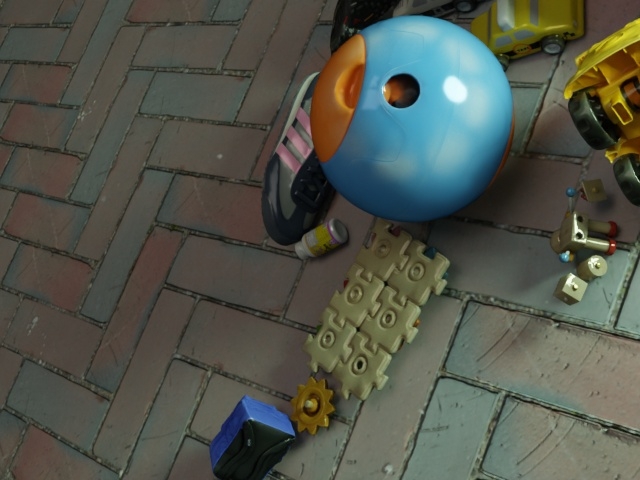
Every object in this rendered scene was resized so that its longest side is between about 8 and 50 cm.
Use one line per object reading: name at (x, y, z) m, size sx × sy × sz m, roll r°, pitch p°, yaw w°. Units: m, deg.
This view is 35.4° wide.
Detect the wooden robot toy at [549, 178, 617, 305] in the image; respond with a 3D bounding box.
wooden robot toy at (0.333, 0.007, 1.304) m, size 0.079 × 0.076 × 0.173 m, roll 132°, pitch 152°, yaw -67°

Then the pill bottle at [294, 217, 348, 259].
pill bottle at (0.000, 0.000, 1.609) m, size 0.083 × 0.043 × 0.043 m, roll -29°, pitch 50°, yaw 28°

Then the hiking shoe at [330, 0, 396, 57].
hiking shoe at (0.067, -0.416, 1.719) m, size 0.227 × 0.086 × 0.114 m, roll -60°, pitch 31°, yaw 31°

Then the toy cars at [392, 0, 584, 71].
toy cars at (0.239, -0.374, 1.571) m, size 0.176 × 0.087 × 0.393 m, roll -54°, pitch 43°, yaw 4°

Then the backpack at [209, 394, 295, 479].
backpack at (-0.107, 0.303, 1.502) m, size 0.120 × 0.098 × 0.101 m, roll -58°, pitch 21°, yaw 13°

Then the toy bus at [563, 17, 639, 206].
toy bus at (0.413, -0.169, 1.252) m, size 0.149 × 0.220 × 0.211 m, roll -32°, pitch 16°, yaw 26°

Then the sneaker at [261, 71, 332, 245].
sneaker at (-0.001, -0.144, 1.642) m, size 0.131 × 0.112 × 0.319 m, roll -1°, pitch 68°, yaw 45°

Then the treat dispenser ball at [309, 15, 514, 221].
treat dispenser ball at (0.128, -0.169, 1.410) m, size 0.288 × 0.288 × 0.288 m, roll -21°, pitch 54°, yaw 33°

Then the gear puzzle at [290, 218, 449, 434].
gear puzzle at (0.065, 0.145, 1.476) m, size 0.175 × 0.044 × 0.339 m, roll 35°, pitch 95°, yaw 45°
